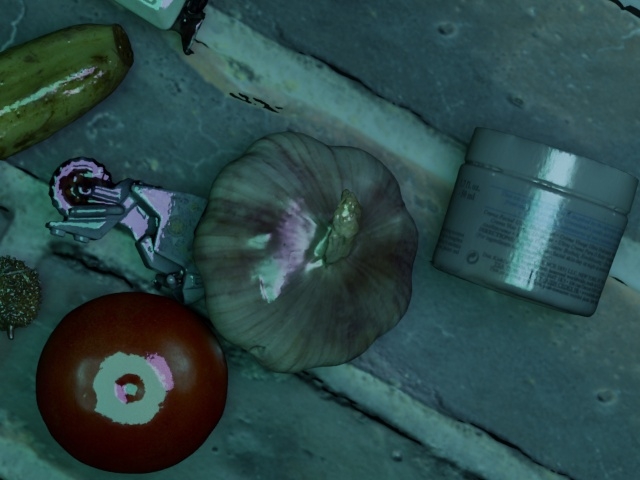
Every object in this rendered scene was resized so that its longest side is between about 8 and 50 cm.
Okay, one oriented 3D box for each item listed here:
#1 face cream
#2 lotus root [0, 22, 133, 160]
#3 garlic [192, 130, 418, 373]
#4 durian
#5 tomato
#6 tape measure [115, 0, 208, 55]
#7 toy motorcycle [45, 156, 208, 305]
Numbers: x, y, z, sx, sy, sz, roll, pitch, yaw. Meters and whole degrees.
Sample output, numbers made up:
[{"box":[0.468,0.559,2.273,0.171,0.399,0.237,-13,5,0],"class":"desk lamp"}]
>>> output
[{"box":[0.214,-0.017,1.906,0.177,0.177,0.153,19,91,-2],"class":"face cream"},{"box":[-0.309,-0.143,1.928,0.258,0.097,0.110,-22,61,-4],"class":"lotus root"},{"box":[0.000,0.000,1.855,0.245,0.253,0.245,4,77,-20],"class":"garlic"},{"box":[-0.324,0.059,1.938,0.080,0.080,0.091,-6,70,-2],"class":"durian"},{"box":[-0.191,0.144,1.914,0.195,0.136,0.195,0,89,-2],"class":"tomato"},{"box":[-0.177,-0.336,1.929,0.235,0.115,0.207,32,95,-5],"class":"tape measure"},{"box":[-0.180,-0.007,1.939,0.215,0.080,0.122,16,82,-17],"class":"toy motorcycle"}]
